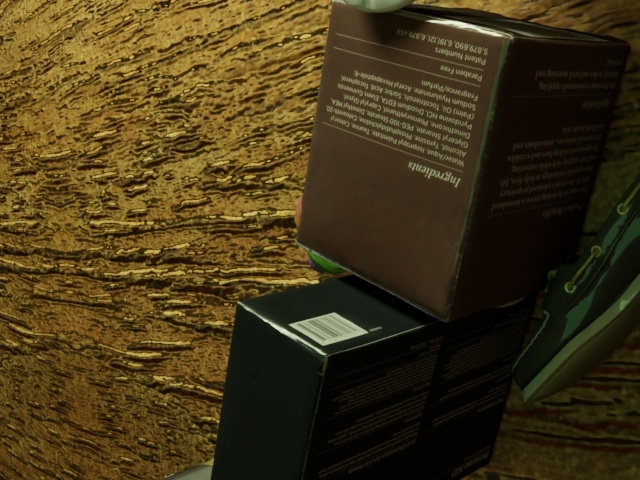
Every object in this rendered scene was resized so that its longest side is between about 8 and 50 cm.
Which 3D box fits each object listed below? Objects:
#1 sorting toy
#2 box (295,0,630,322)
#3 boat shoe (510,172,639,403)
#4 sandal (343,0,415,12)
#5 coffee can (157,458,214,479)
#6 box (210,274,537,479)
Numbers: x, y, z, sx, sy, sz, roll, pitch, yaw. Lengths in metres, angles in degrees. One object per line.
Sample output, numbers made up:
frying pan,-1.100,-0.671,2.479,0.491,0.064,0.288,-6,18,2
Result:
sorting toy,0.000,0.000,0.850,0.042,0.061,0.102,-46,42,41
box,0.106,-0.073,0.648,0.167,0.168,0.203,27,115,40
boat shoe,0.215,0.031,0.626,0.069,0.081,0.228,52,123,29
sandal,0.091,-0.278,0.585,0.102,0.076,0.265,17,89,29
coffee can,-0.075,0.313,0.829,0.201,0.275,0.201,10,104,44
box,0.048,0.125,0.678,0.103,0.261,0.184,25,114,40
